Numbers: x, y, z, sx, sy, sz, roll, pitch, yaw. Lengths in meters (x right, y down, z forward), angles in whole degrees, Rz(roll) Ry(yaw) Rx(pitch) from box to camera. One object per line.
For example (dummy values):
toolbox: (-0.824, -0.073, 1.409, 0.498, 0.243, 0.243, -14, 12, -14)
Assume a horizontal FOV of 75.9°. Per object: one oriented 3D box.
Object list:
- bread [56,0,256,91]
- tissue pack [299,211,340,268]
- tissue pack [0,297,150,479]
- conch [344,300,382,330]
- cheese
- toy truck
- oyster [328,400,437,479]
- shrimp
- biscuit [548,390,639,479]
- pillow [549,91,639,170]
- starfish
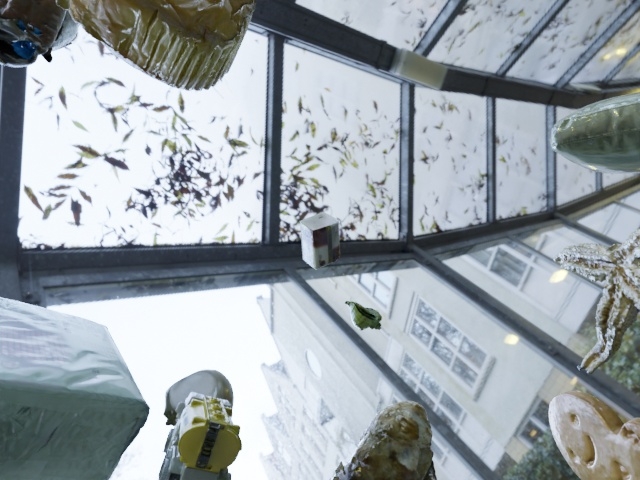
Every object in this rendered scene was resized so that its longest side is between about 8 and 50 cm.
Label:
bread: (-0.206, -0.306, 0.497, 0.250, 0.133, 0.179, 34, -120, -21)
tissue pack: (0.000, 0.000, 1.358, 0.105, 0.099, 0.149, -22, -55, -28)
tissue pack: (-0.590, 0.289, 0.839, 0.331, 0.404, 0.206, 32, -98, -40)
conch: (0.116, 0.195, 1.067, 0.121, 0.089, 0.074, 43, -115, -10)
cheese: (-0.294, 0.403, 0.988, 0.175, 0.202, 0.091, -24, -62, -9)
toy truck: (-0.177, 0.300, 0.625, 0.097, 0.227, 0.114, 21, -104, -14)
oyster: (0.082, 0.338, 0.458, 0.166, 0.295, 0.094, -25, -48, 11)
shrimp: (-0.492, -0.431, 0.747, 0.109, 0.446, 0.221, 29, -56, -29)
biscuit: (0.587, 0.448, 0.803, 0.052, 0.355, 0.276, -13, -68, -12)
pillow: (0.566, -0.182, 0.710, 0.322, 0.255, 0.120, -2, -89, -48)
starfish: (0.638, 0.128, 0.890, 0.082, 0.325, 0.432, -2, -14, 3)
